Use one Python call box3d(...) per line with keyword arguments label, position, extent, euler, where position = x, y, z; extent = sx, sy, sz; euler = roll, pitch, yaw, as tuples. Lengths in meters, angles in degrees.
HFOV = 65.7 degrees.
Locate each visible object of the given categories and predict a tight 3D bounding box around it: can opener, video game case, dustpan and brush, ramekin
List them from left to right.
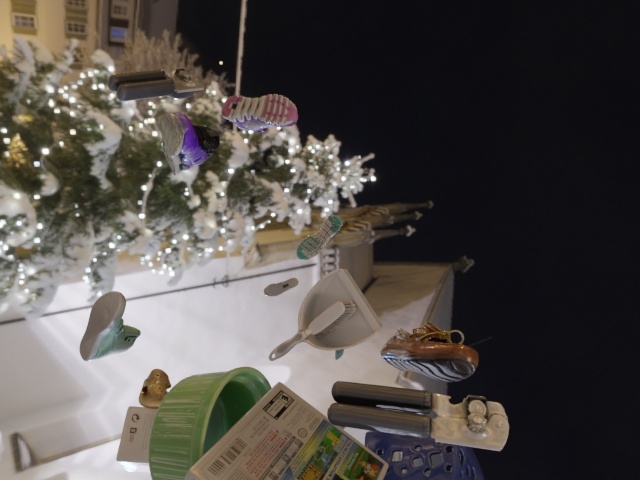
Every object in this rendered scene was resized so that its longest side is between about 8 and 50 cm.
box3d(label="can opener", position=(-0.438, -0.404, 1.336), extent=(0.076, 0.283, 0.095), euler=(47, -50, 11))
box3d(label="ramekin", position=(-0.222, 0.426, 1.059), extent=(0.148, 0.303, 0.304), euler=(-6, -88, 23))
box3d(label="video game case", position=(-0.044, 0.443, 0.946), extent=(0.299, 0.329, 0.036), euler=(33, -67, 14))
box3d(label="dustpan and brush", position=(-0.008, 0.165, 0.937), extent=(0.211, 0.060, 0.147), euler=(-40, -114, 15))
box3d(label="can opener", position=(0.152, 0.279, 0.778), extent=(0.093, 0.280, 0.074), euler=(84, 15, -50))

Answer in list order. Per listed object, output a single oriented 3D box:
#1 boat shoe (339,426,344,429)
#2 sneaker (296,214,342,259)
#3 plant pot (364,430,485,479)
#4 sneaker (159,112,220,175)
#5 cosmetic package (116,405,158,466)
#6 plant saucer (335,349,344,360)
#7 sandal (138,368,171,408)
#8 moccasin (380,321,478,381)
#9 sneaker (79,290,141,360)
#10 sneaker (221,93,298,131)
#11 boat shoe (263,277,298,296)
box3d(label="boat shoe", position=(0.048, 0.405, 1.132), extent=(0.035, 0.100, 0.035), euler=(-4, -70, 67))
box3d(label="sneaker", position=(0.000, 0.000, 1.447), extent=(0.065, 0.166, 0.076), euler=(48, -6, 11))
box3d(label="plant pot", position=(0.234, 0.573, 1.112), extent=(0.235, 0.212, 0.236), euler=(-16, -64, 22))
box3d(label="sneaker", position=(-0.339, -0.272, 1.318), extent=(0.102, 0.146, 0.293), euler=(67, -20, 2))
box3d(label="cosmetic package", position=(-0.388, 0.654, 1.584), extent=(0.230, 0.452, 0.162), euler=(110, -15, -56))
box3d(label="plant saucer", position=(0.056, 0.271, 1.367), extent=(0.119, 0.021, 0.120), euler=(5, 90, -90))
box3d(label="sandal", position=(-0.464, 0.395, 1.385), extent=(0.240, 0.088, 0.079), euler=(-179, -92, -69))
box3d(label="moccasin", position=(0.292, 0.285, 1.317), extent=(0.147, 0.139, 0.380), euler=(-60, -175, -16))
box3d(label="sneaker", position=(-0.586, 0.238, 1.442), extent=(0.094, 0.151, 0.256), euler=(48, -63, 26))
box3d(label="sneaker", position=(-0.166, -0.360, 1.443), extent=(0.236, 0.104, 0.095), euler=(9, -112, 22))
box3d(label="boat shoe", position=(-0.148, 0.177, 1.849), extent=(0.049, 0.142, 0.040), euler=(69, -25, 8))
